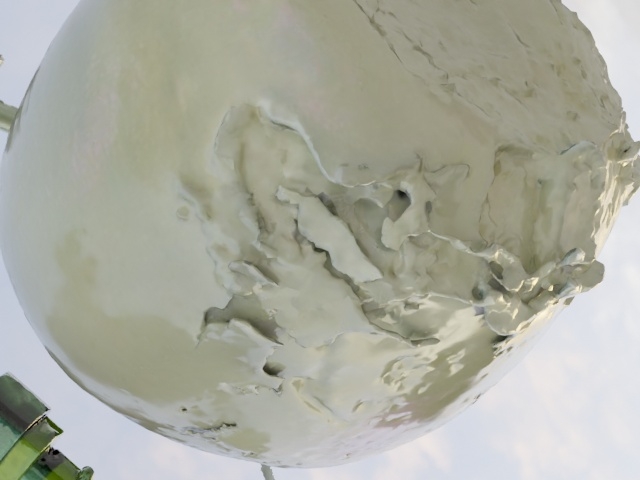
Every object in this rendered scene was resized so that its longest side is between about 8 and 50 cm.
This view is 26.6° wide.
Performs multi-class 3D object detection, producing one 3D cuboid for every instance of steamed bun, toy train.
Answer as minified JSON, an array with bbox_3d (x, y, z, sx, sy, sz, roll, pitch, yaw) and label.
[{"bbox_3d":[0.000,0.000,0.728,0.334,0.312,0.233,8,-131,-30],"label":"steamed bun"},{"bbox_3d":[-0.217,0.212,1.047,0.200,0.132,0.083,40,-163,-2],"label":"toy train"}]

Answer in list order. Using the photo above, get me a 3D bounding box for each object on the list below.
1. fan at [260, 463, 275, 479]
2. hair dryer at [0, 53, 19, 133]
[{"bbox_3d":[-0.062,0.159,1.315,0.012,0.233,0.414,33,-139,-55],"label":"fan"},{"bbox_3d":[-0.198,-0.083,0.859,0.038,0.063,0.124,39,-171,38],"label":"hair dryer"}]
